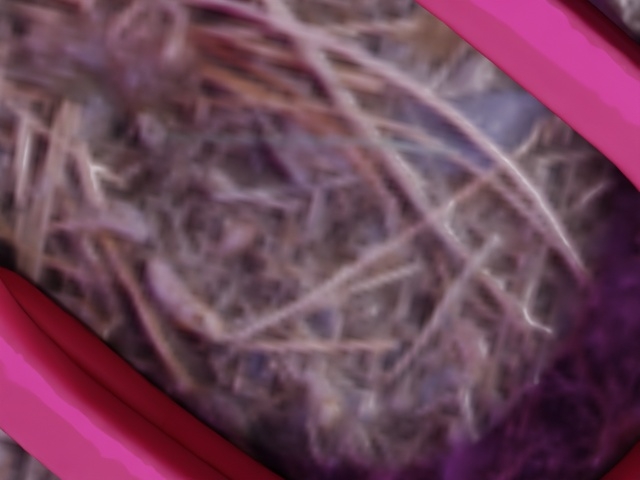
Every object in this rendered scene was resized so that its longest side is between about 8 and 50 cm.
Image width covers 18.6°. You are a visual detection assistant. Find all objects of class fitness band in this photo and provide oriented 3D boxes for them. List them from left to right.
[{"bbox_3d":[0.000,0.000,0.583,0.291,0.054,0.209,38,107,-7],"label":"fitness band"}]
